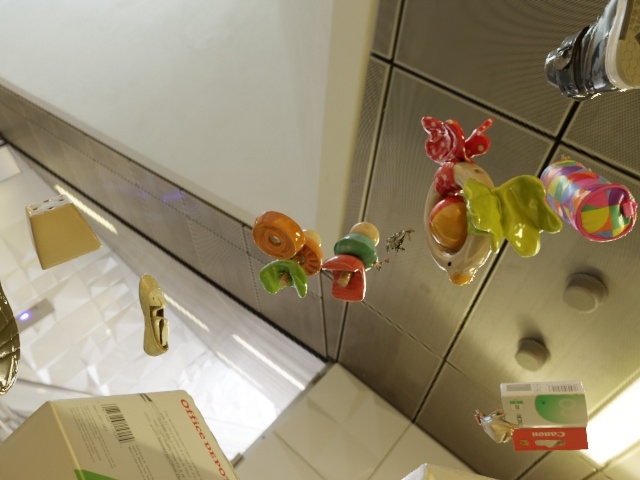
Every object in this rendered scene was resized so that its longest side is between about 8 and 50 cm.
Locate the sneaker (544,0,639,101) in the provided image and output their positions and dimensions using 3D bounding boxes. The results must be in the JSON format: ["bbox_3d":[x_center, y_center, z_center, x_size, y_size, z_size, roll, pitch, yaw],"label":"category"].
[{"bbox_3d":[0.384,-0.296,0.662,0.086,0.226,0.163,18,2,-8],"label":"sneaker"}]

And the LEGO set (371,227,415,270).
[{"bbox_3d":[0.106,0.008,0.757,0.023,0.083,0.054,45,-16,-16],"label":"LEGO set"}]

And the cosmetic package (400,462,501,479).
[{"bbox_3d":[0.098,0.307,0.483,0.086,0.117,0.231,15,-39,-3],"label":"cosmetic package"}]

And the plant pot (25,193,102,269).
[{"bbox_3d":[-0.490,-0.025,0.936,0.109,0.109,0.096,29,-43,50],"label":"plant pot"}]

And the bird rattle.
[{"bbox_3d":[0.199,-0.055,0.728,0.253,0.143,0.206,-119,-145,-43],"label":"bird rattle"}]

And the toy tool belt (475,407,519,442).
[{"bbox_3d":[0.325,0.334,0.918,0.083,0.051,0.052,-149,-140,-81],"label":"toy tool belt"}]

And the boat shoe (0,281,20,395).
[{"bbox_3d":[-0.451,0.094,0.639,0.080,0.074,0.223,-110,-167,-77],"label":"boat shoe"}]

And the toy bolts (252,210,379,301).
[{"bbox_3d":[0.000,0.000,0.969,0.229,0.158,0.218,7,-46,24],"label":"toy bolts"}]

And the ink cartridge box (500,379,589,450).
[{"bbox_3d":[0.545,0.441,1.207,0.181,0.056,0.224,-9,-69,21],"label":"ink cartridge box"}]

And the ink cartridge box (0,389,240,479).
[{"bbox_3d":[-0.205,0.258,0.548,0.160,0.092,0.219,51,8,24],"label":"ink cartridge box"}]

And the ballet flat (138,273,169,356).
[{"bbox_3d":[-0.329,0.148,1.012,0.052,0.057,0.168,-11,-98,23],"label":"ballet flat"}]

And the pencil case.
[{"bbox_3d":[0.461,-0.079,0.876,0.105,0.236,0.104,3,-68,8],"label":"pencil case"}]
